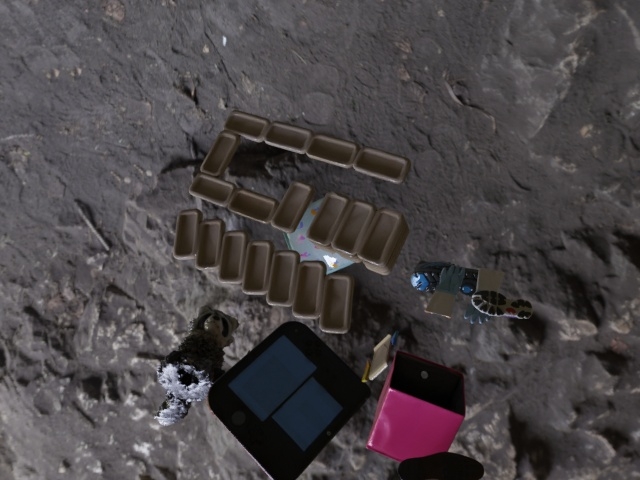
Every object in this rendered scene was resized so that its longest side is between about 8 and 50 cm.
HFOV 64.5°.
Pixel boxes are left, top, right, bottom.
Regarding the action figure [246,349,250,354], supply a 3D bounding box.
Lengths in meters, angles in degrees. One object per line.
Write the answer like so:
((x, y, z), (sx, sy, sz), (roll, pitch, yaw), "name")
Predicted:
((-0.272, 0.551, 1.987), (0.141, 0.275, 0.164), (-15, 125, -22), "action figure")

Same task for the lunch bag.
((0.000, 0.000, 1.850), (0.224, 0.262, 0.160), (-22, 167, 21), "lunch bag")

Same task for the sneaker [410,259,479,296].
((0.542, 0.135, 2.043), (0.341, 0.139, 0.125), (7, 123, 16), "sneaker")

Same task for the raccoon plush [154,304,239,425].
((-0.480, 0.435, 1.864), (0.216, 0.299, 0.446), (39, 121, -17), "raccoon plush")

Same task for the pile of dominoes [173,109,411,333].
((-0.035, -0.026, 0.554), (0.195, 0.251, 0.040), (-64, 155, -12), "pile of dominoes")

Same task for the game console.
((-0.090, 0.444, 1.458), (0.387, 0.342, 0.060), (-38, 158, -32), "game console")

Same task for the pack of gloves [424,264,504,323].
((0.464, 0.176, 1.622), (0.195, 0.232, 0.046), (10, 136, 27), "pack of gloves")

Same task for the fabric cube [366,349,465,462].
((0.330, 0.581, 1.738), (0.254, 0.259, 0.258), (18, 111, 9), "fabric cube")

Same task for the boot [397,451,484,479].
((0.312, 0.602, 1.340), (0.220, 0.082, 0.106), (-1, 157, 5), "boot")

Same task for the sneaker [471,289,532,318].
((0.489, 0.186, 1.387), (0.170, 0.068, 0.071), (16, 160, -6), "sneaker")

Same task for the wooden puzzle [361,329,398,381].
((0.116, 0.224, 0.968), (0.014, 0.078, 0.116), (26, 139, -8), "wooden puzzle")
